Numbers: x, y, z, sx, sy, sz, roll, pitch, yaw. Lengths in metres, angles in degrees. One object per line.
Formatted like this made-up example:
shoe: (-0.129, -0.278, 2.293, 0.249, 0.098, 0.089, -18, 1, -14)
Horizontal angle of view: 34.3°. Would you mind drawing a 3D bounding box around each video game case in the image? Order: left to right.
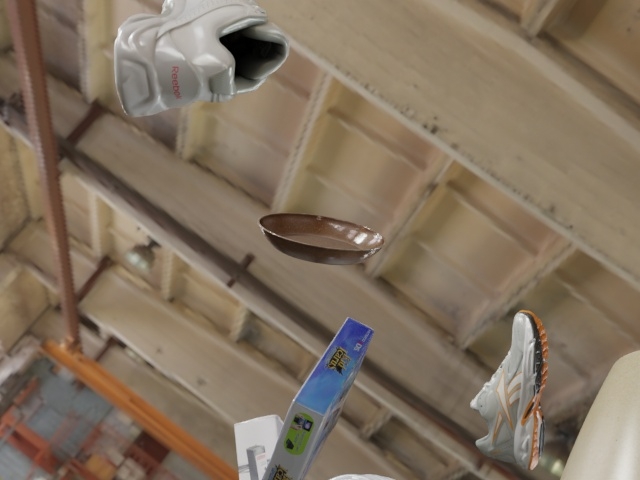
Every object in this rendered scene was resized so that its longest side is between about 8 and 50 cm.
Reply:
video game case: (-0.007, 0.298, 1.770, 0.061, 0.269, 0.244, 26, -57, 8)

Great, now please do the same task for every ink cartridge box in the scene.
ink cartridge box: (-0.091, 0.459, 1.944, 0.092, 0.218, 0.158, -13, -35, 7)

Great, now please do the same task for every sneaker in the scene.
sneaker: (-0.076, -0.162, 0.834, 0.115, 0.232, 0.090, 6, -53, 10)
sneaker: (0.308, 0.245, 1.721, 0.121, 0.262, 0.099, 4, 2, 25)

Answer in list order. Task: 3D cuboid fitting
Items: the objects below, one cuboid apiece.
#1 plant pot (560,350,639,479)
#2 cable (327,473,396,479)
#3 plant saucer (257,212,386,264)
plant pot: (0.343, 0.255, 1.016, 0.256, 0.274, 0.256, 11, -31, 7)
cable: (0.041, 0.452, 1.456, 0.089, 0.257, 0.257, 28, -14, -37)
plant saucer: (0.000, 0.000, 1.578, 0.198, 0.198, 0.036, 20, -72, 36)
